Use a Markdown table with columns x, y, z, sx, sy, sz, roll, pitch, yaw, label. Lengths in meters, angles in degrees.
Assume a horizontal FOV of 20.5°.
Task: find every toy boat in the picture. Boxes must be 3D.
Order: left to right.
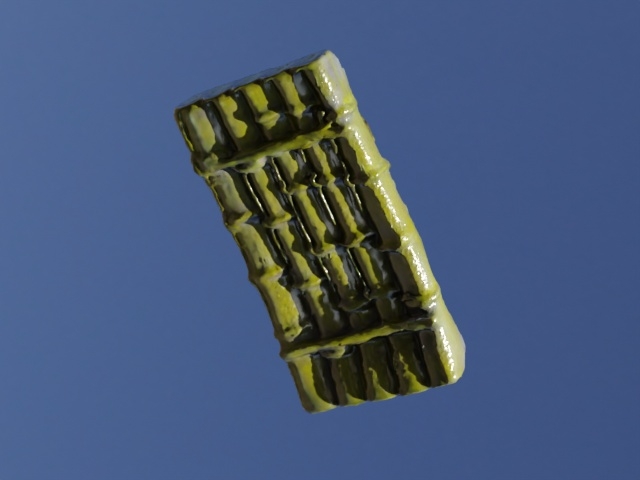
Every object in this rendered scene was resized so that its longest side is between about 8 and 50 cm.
| x | y | z | sx | sy | sz | roll | pitch | yaw | label |
| --- | --- | --- | --- | --- | --- | --- | --- | --- | --- |
| 0.000 | 0.000 | 0.568 | 0.063 | 0.016 | 0.115 | -16 | -73 | 31 | toy boat |
